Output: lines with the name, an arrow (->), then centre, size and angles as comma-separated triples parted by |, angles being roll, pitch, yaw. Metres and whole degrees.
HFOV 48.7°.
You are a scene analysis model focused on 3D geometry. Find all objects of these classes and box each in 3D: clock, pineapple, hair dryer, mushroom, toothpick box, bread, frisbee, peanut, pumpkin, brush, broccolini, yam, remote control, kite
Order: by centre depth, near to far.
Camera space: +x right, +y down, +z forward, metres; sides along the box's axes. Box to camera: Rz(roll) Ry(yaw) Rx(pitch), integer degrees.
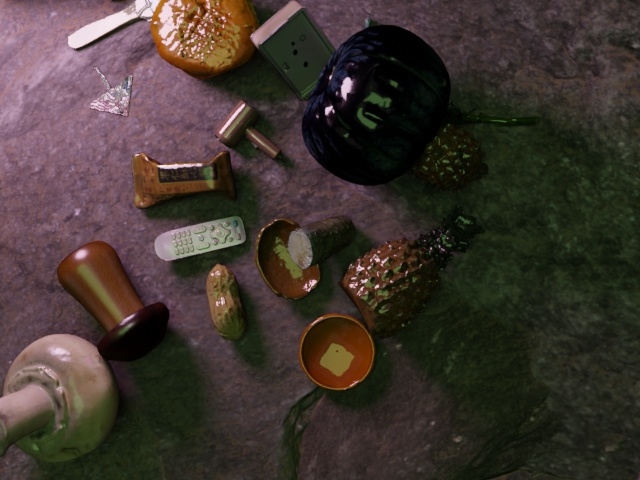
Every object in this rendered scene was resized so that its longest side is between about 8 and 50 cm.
pumpkin -> 0.118, -0.299, 1.577 | 0.266, 0.363, 0.363 | 28, 94, -20
pineapple -> 0.222, 0.060, 1.658 | 0.362, 0.202, 0.202 | -38, 88, -2
pineapple -> 0.307, -0.188, 1.660 | 0.193, 0.166, 0.166 | 16, 93, -8
broccolini -> 0.382, -0.296, 1.664 | 0.271, 0.123, 0.062 | 4, 102, 5
mushroom -> -0.649, 0.392, 1.667 | 0.314, 0.336, 0.314 | 3, 99, 16
clock -> -0.051, -0.448, 1.673 | 0.147, 0.071, 0.192 | -40, 132, 5
yam -> 0.000, 0.000, 1.688 | 0.107, 0.183, 0.107 | 15, 114, 36
bread -> -0.270, -0.513, 1.712 | 0.268, 0.146, 0.268 | 0, 88, 2
toothpick box -> -0.503, 0.152, 1.728 | 0.192, 0.192, 0.294 | -38, 82, 5
peanut -> -0.237, 0.154, 1.747 | 0.083, 0.093, 0.194 | -13, 92, 19
hair dryer -> -0.161, -0.249, 1.750 | 0.181, 0.064, 0.117 | 39, 95, -2
frisbee -> 0.041, 0.275, 1.750 | 0.192, 0.035, 0.192 | 0, 91, 4
remote control -> -0.302, -0.002, 1.775 | 0.229, 0.044, 0.073 | -14, 84, -3
brush -> -0.491, -0.568, 1.792 | 0.336, 0.020, 0.085 | -22, 89, 6
kite -> -0.536, -0.381, 1.805 | 0.139, 0.011, 0.157 | -32, 89, 3

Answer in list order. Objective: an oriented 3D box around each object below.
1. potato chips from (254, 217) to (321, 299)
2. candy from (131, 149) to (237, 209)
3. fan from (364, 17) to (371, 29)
potato chips -> -0.082, 0.049, 1.750 | 0.150, 0.049, 0.202 | -32, 86, -1
candy -> -0.343, -0.155, 1.750 | 0.271, 0.101, 0.143 | -4, 96, 11
fan -> 0.101, -0.451, 1.741 | 0.038, 0.016, 0.193 | 12, 93, -2
